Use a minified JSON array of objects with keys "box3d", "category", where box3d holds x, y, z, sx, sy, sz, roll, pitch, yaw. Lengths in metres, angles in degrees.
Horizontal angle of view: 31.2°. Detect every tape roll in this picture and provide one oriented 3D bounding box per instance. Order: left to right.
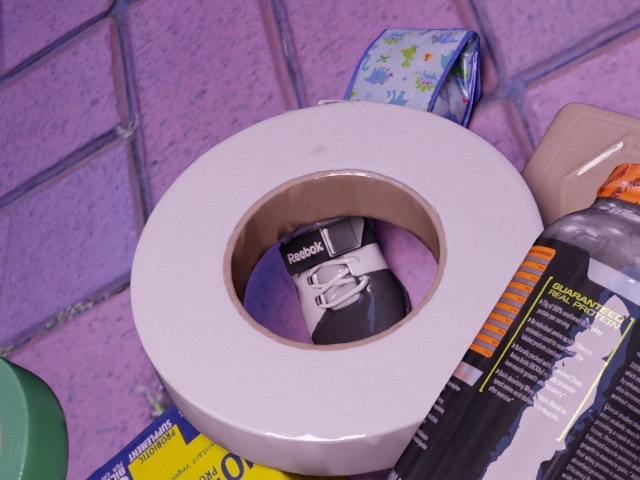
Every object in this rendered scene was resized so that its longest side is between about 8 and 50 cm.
[{"box3d":[-0.461,0.295,1.430,0.321,0.077,0.321,-17,56,26],"category":"tape roll"},{"box3d":[0.017,0.030,1.076,0.392,0.072,0.392,-5,51,6],"category":"tape roll"}]

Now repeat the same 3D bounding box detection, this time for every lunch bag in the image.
[{"box3d":[0.105,-0.170,1.302,0.129,0.096,0.151,10,79,37],"category":"lunch bag"}]

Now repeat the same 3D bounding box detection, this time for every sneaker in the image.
[{"box3d":[0.000,0.000,1.246,0.122,0.146,0.330,-27,54,17],"category":"sneaker"}]

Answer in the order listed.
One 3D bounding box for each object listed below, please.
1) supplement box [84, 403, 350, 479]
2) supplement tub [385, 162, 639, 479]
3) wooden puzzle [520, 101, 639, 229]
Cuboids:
[{"box3d":[-0.044,0.324,1.056,0.194,0.195,0.356,-43,50,6],"category":"supplement box"},{"box3d":[0.206,0.125,0.868,0.207,0.207,0.338,31,86,41],"category":"supplement tub"},{"box3d":[0.288,0.047,1.068,0.348,0.080,0.322,23,76,46],"category":"wooden puzzle"}]
